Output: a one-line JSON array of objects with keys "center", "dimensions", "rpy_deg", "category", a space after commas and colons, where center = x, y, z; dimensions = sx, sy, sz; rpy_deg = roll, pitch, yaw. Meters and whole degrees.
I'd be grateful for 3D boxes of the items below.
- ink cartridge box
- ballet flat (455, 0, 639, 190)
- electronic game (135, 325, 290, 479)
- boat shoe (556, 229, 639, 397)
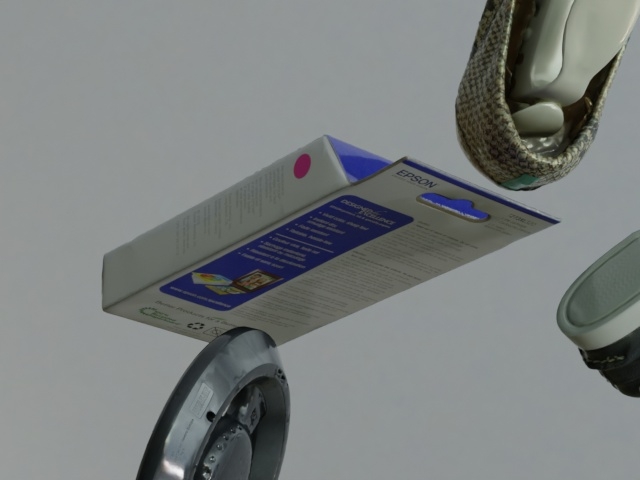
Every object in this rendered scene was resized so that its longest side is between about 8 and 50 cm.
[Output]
[{"center": [0.000, 0.000, 1.537], "dimensions": [0.175, 0.069, 0.371], "rpy_deg": [20, -30, -39], "category": "ink cartridge box"}, {"center": [0.240, -0.272, 1.584], "dimensions": [0.164, 0.483, 0.182], "rpy_deg": [16, -1, -12], "category": "ballet flat"}, {"center": [-0.083, 0.174, 1.401], "dimensions": [0.048, 0.229, 0.229], "rpy_deg": [17, -27, 19], "category": "electronic game"}, {"center": [0.313, 0.001, 1.342], "dimensions": [0.302, 0.114, 0.091], "rpy_deg": [-33, -62, 19], "category": "boat shoe"}]
